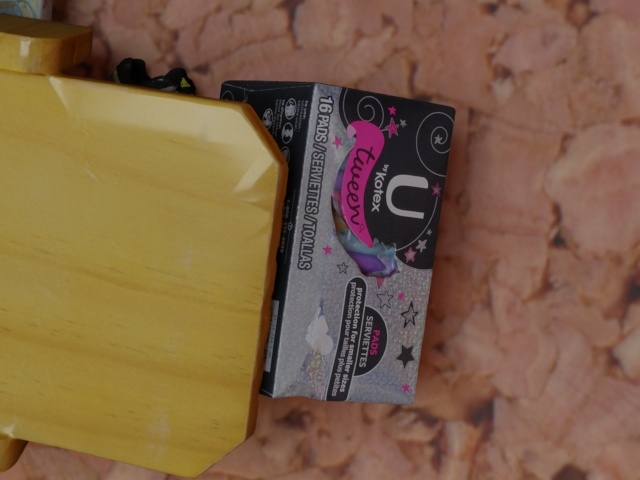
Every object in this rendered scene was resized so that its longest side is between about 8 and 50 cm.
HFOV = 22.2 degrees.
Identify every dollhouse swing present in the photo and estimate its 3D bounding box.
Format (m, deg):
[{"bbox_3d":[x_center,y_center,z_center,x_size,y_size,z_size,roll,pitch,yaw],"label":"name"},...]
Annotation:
[{"bbox_3d":[-0.185,0.001,1.369,0.305,0.315,0.347,7,100,0],"label":"dollhouse swing"}]

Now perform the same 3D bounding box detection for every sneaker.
[{"bbox_3d":[-0.125,-0.112,1.449,0.170,0.063,0.075,27,103,20],"label":"sneaker"}]

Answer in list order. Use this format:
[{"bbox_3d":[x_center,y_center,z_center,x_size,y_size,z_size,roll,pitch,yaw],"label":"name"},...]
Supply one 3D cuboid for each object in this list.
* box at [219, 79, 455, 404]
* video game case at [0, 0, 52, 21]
[{"bbox_3d":[0.000,0.000,1.339,0.163,0.142,0.247,11,94,58],"label":"box"},{"bbox_3d":[-0.342,-0.256,1.483,0.227,0.026,0.206,24,128,15],"label":"video game case"}]
